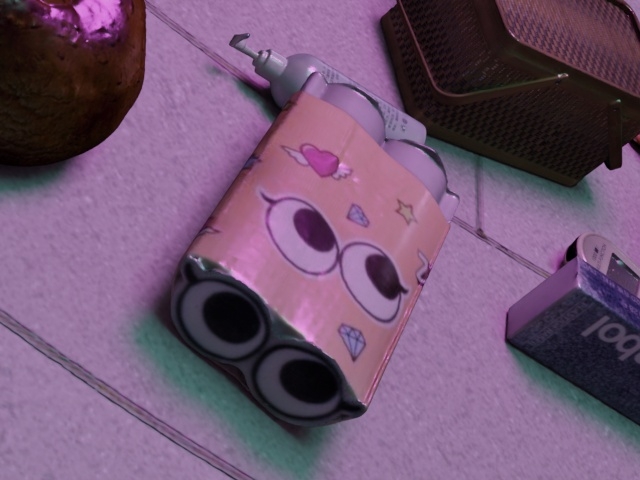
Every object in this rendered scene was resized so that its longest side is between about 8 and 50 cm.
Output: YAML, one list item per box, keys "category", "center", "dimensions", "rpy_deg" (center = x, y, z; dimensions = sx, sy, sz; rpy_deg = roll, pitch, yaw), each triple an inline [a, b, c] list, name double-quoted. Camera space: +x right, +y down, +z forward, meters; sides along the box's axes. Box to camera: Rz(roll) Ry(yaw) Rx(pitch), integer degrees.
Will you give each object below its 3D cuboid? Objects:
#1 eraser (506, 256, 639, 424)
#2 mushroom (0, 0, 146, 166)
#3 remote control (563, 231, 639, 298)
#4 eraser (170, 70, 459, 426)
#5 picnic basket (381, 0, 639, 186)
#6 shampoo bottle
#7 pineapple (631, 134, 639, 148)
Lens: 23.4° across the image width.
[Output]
- category: "eraser"
  center: [0.273, 0.101, 1.381]
  dimensions: [0.212, 0.092, 0.046]
  rpy_deg: [33, 37, -23]
- category: "mushroom"
  center: [-0.217, -0.160, 1.074]
  dimensions: [0.231, 0.138, 0.194]
  rpy_deg: [25, 42, -28]
- category: "remote control"
  center: [0.318, 0.079, 1.490]
  dimensions: [0.221, 0.042, 0.078]
  rpy_deg: [41, 37, -8]
- category: "eraser"
  center: [0.000, 0.000, 1.193]
  dimensions: [0.171, 0.087, 0.290]
  rpy_deg: [43, 36, -10]
- category: "picnic basket"
  center: [0.205, -0.174, 1.526]
  dimensions: [0.267, 0.139, 0.165]
  rpy_deg: [18, 45, -36]
- category: "shampoo bottle"
  center: [0.002, -0.124, 1.339]
  dimensions: [0.195, 0.056, 0.056]
  rpy_deg: [30, 39, -22]
- category: "pineapple"
  center: [0.439, -0.145, 1.757]
  dimensions: [0.225, 0.076, 0.224]
  rpy_deg: [14, 50, -18]
